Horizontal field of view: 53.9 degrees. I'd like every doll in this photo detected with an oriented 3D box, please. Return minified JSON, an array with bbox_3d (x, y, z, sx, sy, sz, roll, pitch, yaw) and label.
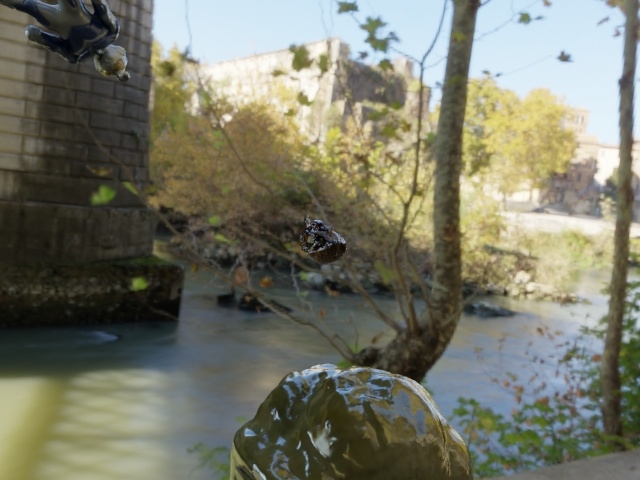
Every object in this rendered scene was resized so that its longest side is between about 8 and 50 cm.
[{"bbox_3d":[-0.317,-0.280,0.835,0.057,0.114,0.227,57,7,26],"label":"doll"}]

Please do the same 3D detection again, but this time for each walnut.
[{"bbox_3d":[0.029,0.285,0.731,0.282,0.253,0.277,-42,26,-17],"label":"walnut"}]

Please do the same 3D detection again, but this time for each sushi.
[{"bbox_3d":[0.000,0.000,0.787,0.099,0.050,0.047,25,-21,51],"label":"sushi"}]
